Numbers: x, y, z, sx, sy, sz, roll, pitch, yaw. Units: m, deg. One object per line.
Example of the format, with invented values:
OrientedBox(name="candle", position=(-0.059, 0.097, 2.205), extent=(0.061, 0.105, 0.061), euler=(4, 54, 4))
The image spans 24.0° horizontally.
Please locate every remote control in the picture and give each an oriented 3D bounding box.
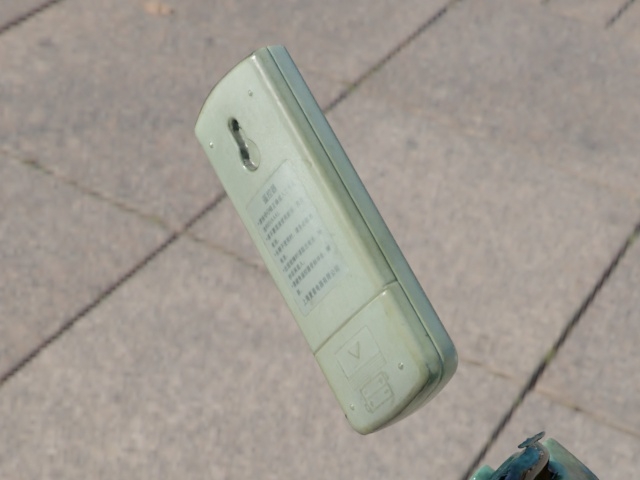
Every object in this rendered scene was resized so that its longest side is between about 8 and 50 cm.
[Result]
OrientedBox(name="remote control", position=(0.000, 0.000, 0.903), extent=(0.038, 0.098, 0.233), euler=(-18, 71, -38))

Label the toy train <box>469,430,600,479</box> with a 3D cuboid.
OrientedBox(name="toy train", position=(0.073, 0.206, 0.724), extent=(0.129, 0.159, 0.326), euler=(40, 24, 15))
